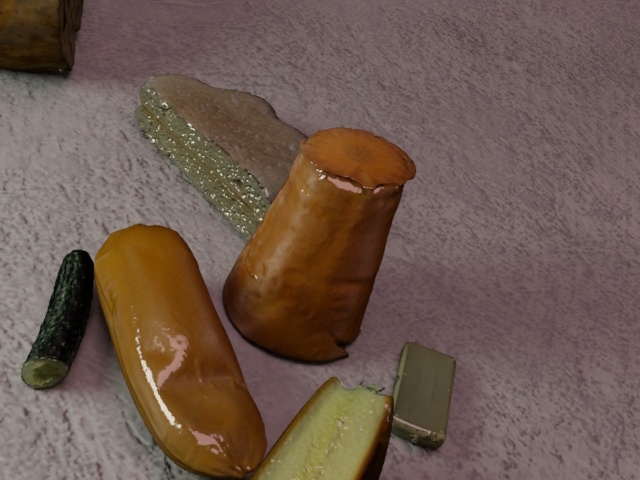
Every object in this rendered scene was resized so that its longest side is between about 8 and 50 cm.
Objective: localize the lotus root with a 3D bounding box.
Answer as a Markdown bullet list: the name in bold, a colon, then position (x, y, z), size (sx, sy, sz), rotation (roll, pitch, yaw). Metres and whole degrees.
- **lotus root**: position (-0.461, -0.388, 1.617), size (0.250, 0.316, 0.316), rotation (-5, 43, -3)

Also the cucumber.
- **cucumber**: position (-0.302, 0.083, 1.288), size (0.058, 0.052, 0.215), rotation (-8, 38, 9)

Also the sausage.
- **sausage**: position (-0.164, 0.135, 1.243), size (0.134, 0.116, 0.354), rotation (7, 43, -38)

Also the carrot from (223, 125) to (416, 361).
- **carrot**: position (0.000, 0.000, 1.362), size (0.196, 0.254, 0.196), rotation (14, 36, -11)

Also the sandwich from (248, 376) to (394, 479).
- **sandwich**: position (-0.003, 0.263, 1.162), size (0.122, 0.128, 0.236), rotation (25, 42, 14)

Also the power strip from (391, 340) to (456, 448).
- **power strip**: position (0.127, 0.197, 1.370), size (0.076, 0.028, 0.169), rotation (22, 38, -1)

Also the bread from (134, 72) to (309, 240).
- **bread**: position (-0.116, -0.132, 1.577), size (0.183, 0.102, 0.337), rotation (-18, 51, -43)
